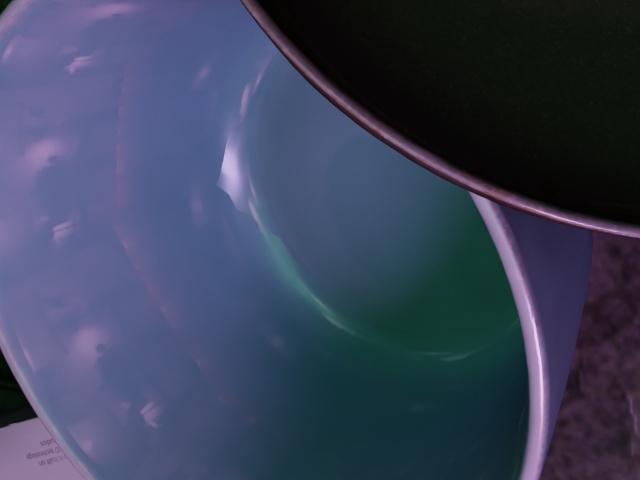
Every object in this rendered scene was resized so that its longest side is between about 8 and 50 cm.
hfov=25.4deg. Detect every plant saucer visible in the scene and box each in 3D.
[{"bbox_3d":[0.096,-0.130,0.518,0.310,0.310,0.050,47,152,11],"label":"plant saucer"}]

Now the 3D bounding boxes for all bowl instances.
[{"bbox_3d":[0.000,0.000,0.654,0.312,0.163,0.311,19,123,31],"label":"bowl"}]

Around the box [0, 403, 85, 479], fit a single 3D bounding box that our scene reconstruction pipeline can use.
[{"bbox_3d":[-0.122,0.252,0.889,0.232,0.058,0.322,-18,94,34],"label":"box"}]
